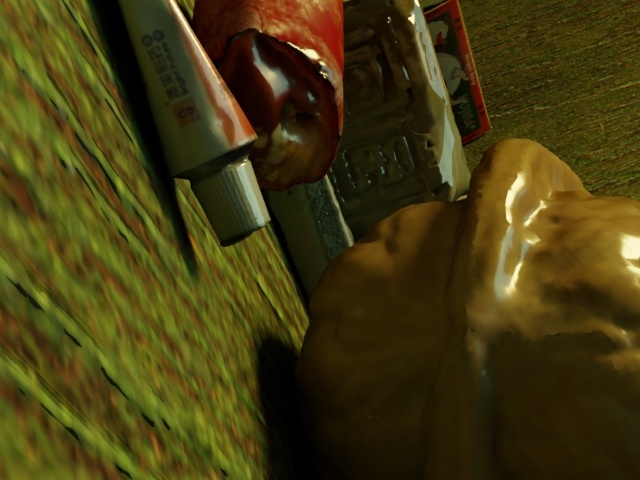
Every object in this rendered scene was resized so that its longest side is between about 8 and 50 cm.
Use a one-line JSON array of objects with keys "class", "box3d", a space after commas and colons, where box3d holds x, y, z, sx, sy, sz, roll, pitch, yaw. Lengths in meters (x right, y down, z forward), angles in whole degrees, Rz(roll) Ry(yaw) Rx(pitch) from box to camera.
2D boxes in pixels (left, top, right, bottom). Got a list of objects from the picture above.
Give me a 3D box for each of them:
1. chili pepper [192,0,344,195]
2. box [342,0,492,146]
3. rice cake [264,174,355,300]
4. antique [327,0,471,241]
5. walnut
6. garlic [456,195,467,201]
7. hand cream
[{"class": "chili pepper", "box3d": [-0.027, -0.109, 0.597, 0.192, 0.084, 0.086, -96, -161, -53]}, {"class": "box", "box3d": [0.065, -0.193, 1.178, 0.195, 0.177, 0.148, 65, 9, -49]}, {"class": "rice cake", "box3d": [0.000, 0.000, 0.687, 0.034, 0.043, 0.211, -107, 176, -60]}, {"class": "antique", "box3d": [0.034, -0.088, 0.840, 0.284, 0.125, 0.150, -48, 121, -81]}, {"class": "walnut", "box3d": [0.103, 0.069, 0.555, 0.257, 0.224, 0.257, 3, 90, -68]}, {"class": "garlic", "box3d": [0.118, 0.087, 0.879, 0.279, 0.132, 0.325, 81, 3, -51]}, {"class": "hand cream", "box3d": [-0.071, -0.100, 0.433, 0.216, 0.038, 0.052, 68, -21, -5]}]
